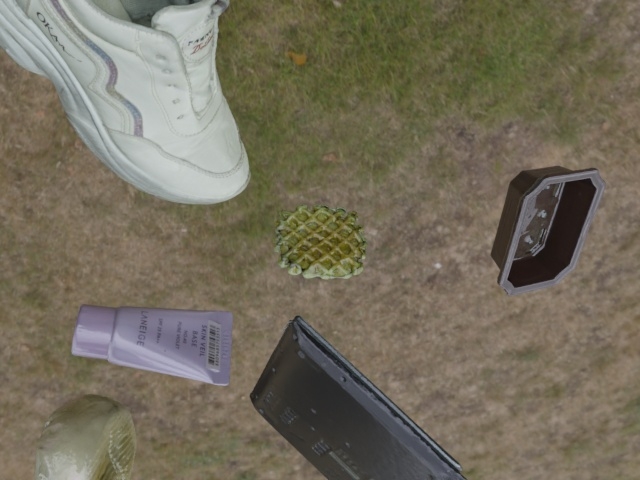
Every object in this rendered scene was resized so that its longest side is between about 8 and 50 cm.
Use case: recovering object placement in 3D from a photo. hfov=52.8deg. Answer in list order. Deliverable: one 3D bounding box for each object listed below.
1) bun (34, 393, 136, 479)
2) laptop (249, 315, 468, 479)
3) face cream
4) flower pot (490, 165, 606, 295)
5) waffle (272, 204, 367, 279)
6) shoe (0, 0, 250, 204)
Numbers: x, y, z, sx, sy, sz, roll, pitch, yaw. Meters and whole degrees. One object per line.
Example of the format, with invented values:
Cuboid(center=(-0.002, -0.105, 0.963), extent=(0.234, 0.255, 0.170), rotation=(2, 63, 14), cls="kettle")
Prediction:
Cuboid(center=(-0.376, 0.340, 1.004), extent=(0.128, 0.193, 0.178), rotation=(1, 111, 6), cls="bun")
Cuboid(center=(0.012, 0.123, 0.415), extent=(0.016, 0.129, 0.180), rotation=(-44, 170, -29), cls="laptop")
Cuboid(center=(-0.294, 0.177, 1.152), extent=(0.274, 0.154, 0.096), rotation=(9, 137, -16), cls="face cream")
Cuboid(center=(0.390, -0.030, 1.159), extent=(0.179, 0.084, 0.250), rotation=(-10, 127, -22), cls="flower pot")
Cuboid(center=(0.000, 0.000, 1.243), extent=(0.184, 0.169, 0.036), rotation=(4, 145, -8), cls="waffle")
Cuboid(center=(-0.152, -0.165, 0.589), extent=(0.211, 0.132, 0.342), rotation=(-6, 136, 42), cls="shoe")
